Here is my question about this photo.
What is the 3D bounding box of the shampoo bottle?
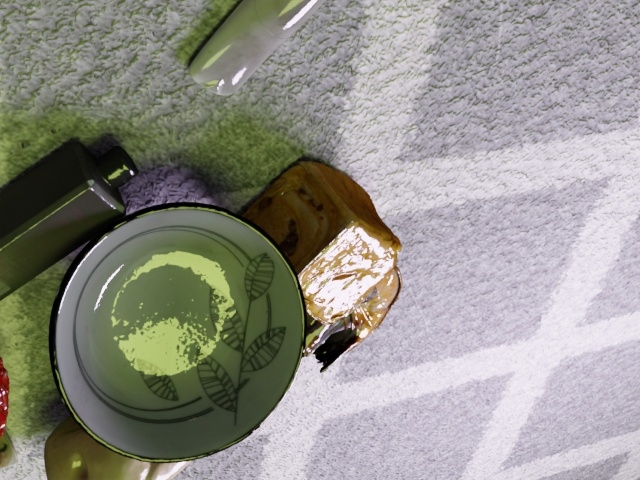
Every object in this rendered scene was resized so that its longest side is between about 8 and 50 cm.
[{"bbox_3d":[-0.315,-0.024,1.162,0.246,0.079,0.080,-33,144,6],"label":"shampoo bottle"}]

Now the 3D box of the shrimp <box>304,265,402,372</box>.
[{"bbox_3d":[0.007,0.136,1.567,0.289,0.075,0.178,-45,144,0],"label":"shrimp"}]

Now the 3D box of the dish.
[{"bbox_3d":[-0.177,0.101,1.238,0.317,0.106,0.316,-5,104,-23],"label":"dish"}]

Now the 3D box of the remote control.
[{"bbox_3d":[-0.046,-0.239,1.110,0.229,0.044,0.073,-44,143,19],"label":"remote control"}]

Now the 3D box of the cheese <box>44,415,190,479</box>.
[{"bbox_3d":[-0.272,0.284,1.444,0.235,0.218,0.117,-25,101,-13],"label":"cheese"}]

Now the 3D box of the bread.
[{"bbox_3d":[0.000,0.000,1.333,0.158,0.149,0.143,-38,145,12],"label":"bread"}]

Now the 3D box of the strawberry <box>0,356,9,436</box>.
[{"bbox_3d":[-0.456,0.193,1.251,0.178,0.234,0.233,-31,152,-43],"label":"strawberry"}]

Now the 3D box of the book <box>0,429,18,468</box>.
[{"bbox_3d":[-0.569,0.294,1.414,0.264,0.027,0.202,-18,142,-13],"label":"book"}]
